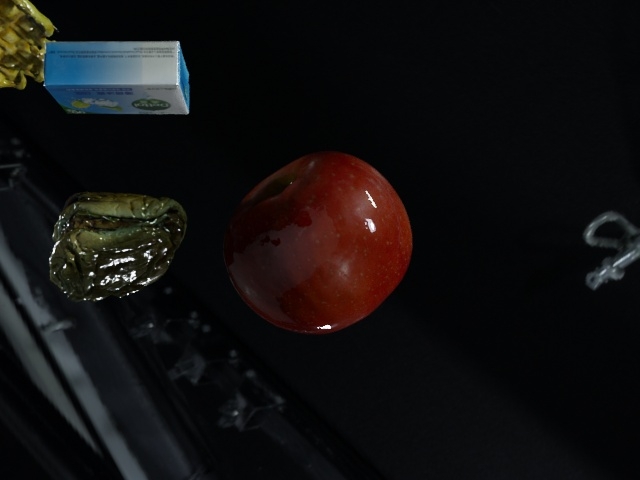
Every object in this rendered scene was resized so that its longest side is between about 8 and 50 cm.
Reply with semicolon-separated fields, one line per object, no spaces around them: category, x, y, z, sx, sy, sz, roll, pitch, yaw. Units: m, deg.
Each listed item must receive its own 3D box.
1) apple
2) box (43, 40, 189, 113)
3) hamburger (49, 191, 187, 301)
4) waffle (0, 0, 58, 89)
apple;0.000;0.000;1.085;0.260;0.260;0.216;-30;-70;30
box;-0.303;-0.245;1.180;0.194;0.139;0.073;-1;-98;-4
hamburger;-0.316;-0.004;1.200;0.130;0.206;0.183;62;-37;29
waffle;-0.601;-0.371;1.338;0.280;0.060;0.262;4;-45;-12
